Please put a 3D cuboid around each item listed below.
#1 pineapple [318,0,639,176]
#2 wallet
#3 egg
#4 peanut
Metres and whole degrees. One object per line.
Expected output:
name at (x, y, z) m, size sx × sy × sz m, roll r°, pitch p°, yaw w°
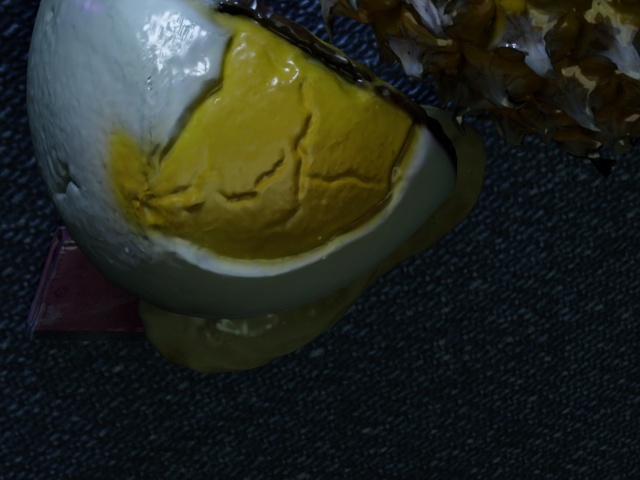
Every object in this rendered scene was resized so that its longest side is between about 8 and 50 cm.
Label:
pineapple at (0.150, -0.244, 1.304) m, size 0.352 × 0.352 × 0.300 m, roll -43°, pitch 132°, yaw 15°
wallet at (-0.125, 0.038, 1.648) m, size 0.232 × 0.025 × 0.119 m, roll 2°, pitch 128°, yaw -27°
egg at (-0.084, -0.048, 1.362) m, size 0.337 × 0.337 × 0.201 m, roll 40°, pitch 76°, yaw -43°
peanut at (0.000, 0.000, 1.569) m, size 0.319 × 0.147 × 0.147 m, roll -31°, pitch 136°, yaw -8°
